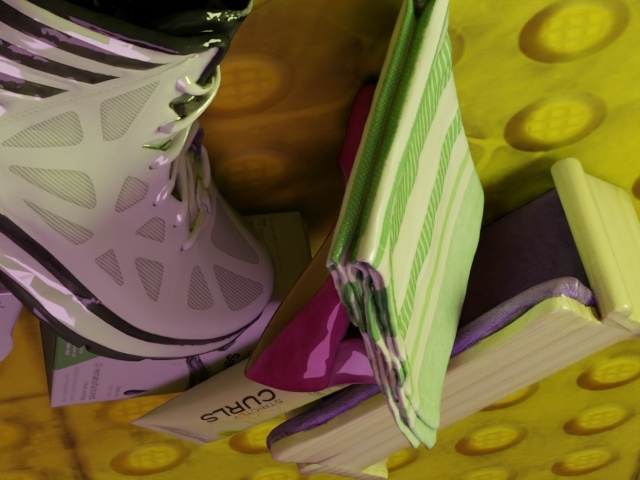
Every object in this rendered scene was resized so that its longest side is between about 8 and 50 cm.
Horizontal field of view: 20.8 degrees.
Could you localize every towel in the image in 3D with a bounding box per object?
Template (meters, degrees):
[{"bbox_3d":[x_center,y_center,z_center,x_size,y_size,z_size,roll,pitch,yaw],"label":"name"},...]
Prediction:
[{"bbox_3d":[0.076,-0.012,1.292,0.038,0.248,0.325,8,154,16],"label":"towel"}]

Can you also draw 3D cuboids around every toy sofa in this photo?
[{"bbox_3d":[0.110,0.075,1.540,0.362,0.150,0.177,-31,149,31],"label":"toy sofa"}]

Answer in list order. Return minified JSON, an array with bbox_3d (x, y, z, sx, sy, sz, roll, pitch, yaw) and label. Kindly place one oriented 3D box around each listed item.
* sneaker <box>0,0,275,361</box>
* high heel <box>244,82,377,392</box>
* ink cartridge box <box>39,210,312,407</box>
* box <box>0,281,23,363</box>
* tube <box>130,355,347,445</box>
[{"bbox_3d":[-0.111,-0.061,1.192,0.257,0.169,0.447,-26,146,25],"label":"sneaker"},{"bbox_3d":[0.000,0.000,1.343,0.117,0.082,0.244,0,110,-3],"label":"high heel"},{"bbox_3d":[-0.122,0.059,1.478,0.219,0.093,0.160,-5,151,-14],"label":"ink cartridge box"},{"bbox_3d":[-0.330,0.034,1.325,0.182,0.119,0.181,0,148,-22],"label":"box"},{"bbox_3d":[-0.042,0.123,1.473,0.240,0.062,0.070,-27,106,29],"label":"tube"}]
